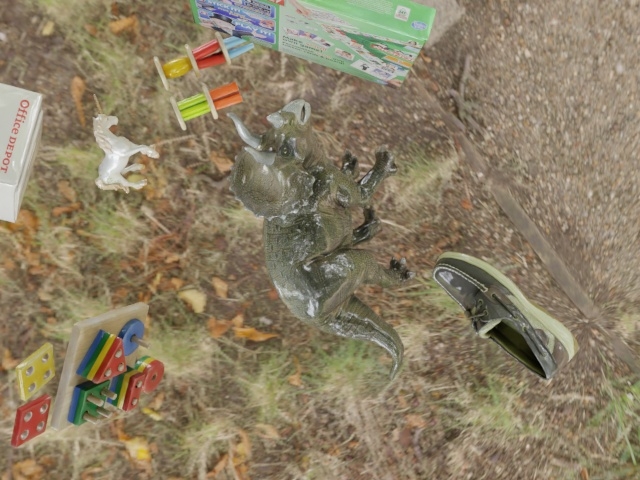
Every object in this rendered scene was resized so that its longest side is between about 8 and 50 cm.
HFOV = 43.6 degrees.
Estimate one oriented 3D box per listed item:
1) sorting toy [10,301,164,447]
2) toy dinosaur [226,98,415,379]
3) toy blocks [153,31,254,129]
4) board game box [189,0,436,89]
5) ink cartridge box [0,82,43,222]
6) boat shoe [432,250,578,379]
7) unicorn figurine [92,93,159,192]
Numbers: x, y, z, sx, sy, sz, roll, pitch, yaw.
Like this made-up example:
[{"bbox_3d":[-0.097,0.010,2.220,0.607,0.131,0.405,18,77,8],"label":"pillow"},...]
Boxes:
[{"bbox_3d":[-0.250,0.153,0.940,0.046,0.274,0.132,21,104,19],"label":"sorting toy"},{"bbox_3d":[0.000,0.000,0.775,0.121,0.160,0.314,28,135,54],"label":"toy dinosaur"},{"bbox_3d":[-0.158,-0.244,1.192,0.148,0.054,0.123,-23,79,-5],"label":"toy blocks"},{"bbox_3d":[-0.021,-0.297,1.070,0.317,0.213,0.046,18,83,-2],"label":"board game box"},{"bbox_3d":[-0.584,-0.156,1.289,0.232,0.168,0.171,14,66,-15],"label":"ink cartridge box"},{"bbox_3d":[0.238,0.101,1.081,0.223,0.080,0.073,37,56,15],"label":"boat shoe"},{"bbox_3d":[-0.323,-0.141,1.292,0.060,0.111,0.162,50,126,47],"label":"unicorn figurine"}]
